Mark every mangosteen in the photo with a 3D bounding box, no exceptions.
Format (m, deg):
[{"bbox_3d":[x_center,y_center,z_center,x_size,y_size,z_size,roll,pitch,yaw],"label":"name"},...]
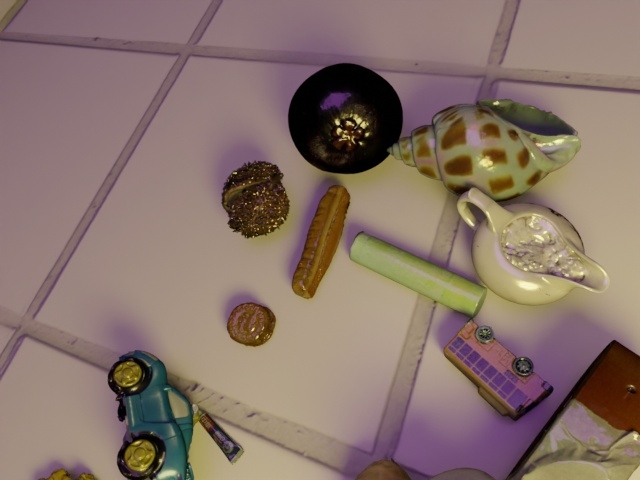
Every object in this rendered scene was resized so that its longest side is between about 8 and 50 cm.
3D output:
[{"bbox_3d":[0.059,-0.303,1.169,0.274,0.275,0.302,-16,26,8],"label":"mangosteen"}]

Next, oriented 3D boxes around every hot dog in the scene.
[{"bbox_3d":[-0.001,-0.001,1.117,0.068,0.083,0.289,5,64,40],"label":"hot dog"}]

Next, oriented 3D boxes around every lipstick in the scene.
[{"bbox_3d":[0.199,0.068,1.021,0.304,0.076,0.076,26,74,27],"label":"lipstick"}]

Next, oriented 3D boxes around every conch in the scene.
[{"bbox_3d":[0.346,-0.201,1.031,0.367,0.197,0.250,21,55,-1],"label":"conch"}]

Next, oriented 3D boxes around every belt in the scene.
[{"bbox_3d":[0.417,0.319,0.744,0.122,0.217,0.338,38,73,28],"label":"belt"}]

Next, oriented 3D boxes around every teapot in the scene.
[{"bbox_3d":[0.392,0.011,0.938,0.299,0.166,0.208,38,88,10],"label":"teapot"}]

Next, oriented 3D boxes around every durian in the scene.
[{"bbox_3d":[-0.152,-0.105,1.154,0.195,0.166,0.196,3,96,35],"label":"durian"}]

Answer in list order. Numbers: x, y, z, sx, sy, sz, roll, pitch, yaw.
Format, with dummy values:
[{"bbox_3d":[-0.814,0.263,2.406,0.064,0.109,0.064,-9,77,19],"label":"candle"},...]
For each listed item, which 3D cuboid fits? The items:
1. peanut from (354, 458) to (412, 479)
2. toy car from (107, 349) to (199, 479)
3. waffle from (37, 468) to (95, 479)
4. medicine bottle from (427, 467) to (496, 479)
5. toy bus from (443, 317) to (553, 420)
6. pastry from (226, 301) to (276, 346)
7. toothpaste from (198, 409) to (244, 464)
[{"bbox_3d":[0.137,0.528,0.773,0.149,0.149,0.314,-27,66,2],"label":"peanut"},{"bbox_3d":[-0.336,0.367,0.976,0.165,0.198,0.314,-7,52,-25],"label":"toy car"},{"bbox_3d":[-0.516,0.624,0.962,0.306,0.060,0.312,-20,62,5],"label":"waffle"},{"bbox_3d":[0.258,0.514,0.621,0.211,0.211,0.372,-39,90,-5],"label":"medicine bottle"},{"bbox_3d":[0.325,0.243,0.886,0.103,0.091,0.182,-44,59,-6],"label":"toy bus"},{"bbox_3d":[-0.156,0.188,1.075,0.109,0.057,0.097,-17,62,9],"label":"pastry"},{"bbox_3d":[-0.217,0.408,1.004,0.139,0.021,0.037,37,80,26],"label":"toothpaste"}]
